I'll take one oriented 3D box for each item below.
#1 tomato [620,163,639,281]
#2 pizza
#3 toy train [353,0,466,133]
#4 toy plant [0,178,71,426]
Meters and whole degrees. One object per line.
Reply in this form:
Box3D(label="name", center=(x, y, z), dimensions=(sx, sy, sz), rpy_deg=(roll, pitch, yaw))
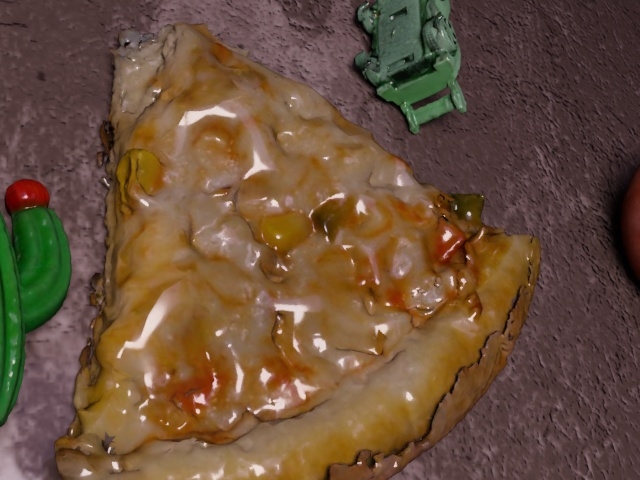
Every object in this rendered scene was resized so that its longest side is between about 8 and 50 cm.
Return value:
Box3D(label="tomato", center=(0.396, 0.006, 0.733), dimensions=(0.199, 0.112, 0.228), rpy_deg=(-15, 72, -39))
Box3D(label="pizza", center=(0.016, 0.028, 0.557), dimensions=(0.392, 0.080, 0.435), rpy_deg=(9, 64, -22))
Box3D(label="toy train", center=(0.094, -0.193, 0.705), dimensions=(0.081, 0.099, 0.149), rpy_deg=(36, 44, -42))
Box3D(label="toy plant", center=(-0.233, 0.008, 0.443), dimensions=(0.154, 0.088, 0.240), rpy_deg=(25, 46, -28))
